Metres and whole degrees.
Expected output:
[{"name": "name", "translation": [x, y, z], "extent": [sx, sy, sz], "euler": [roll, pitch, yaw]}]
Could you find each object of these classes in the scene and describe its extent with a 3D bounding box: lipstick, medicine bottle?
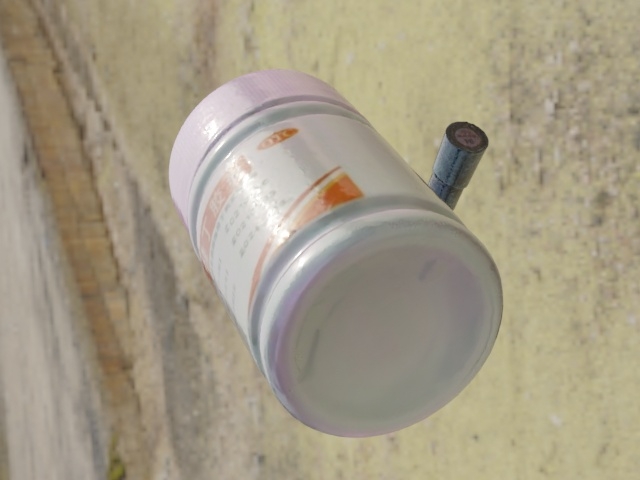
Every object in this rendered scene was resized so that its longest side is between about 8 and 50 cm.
[{"name": "lipstick", "translation": [0.150, -0.045, 1.572], "extent": [0.234, 0.053, 0.053], "euler": [106, 155, -47]}, {"name": "medicine bottle", "translation": [0.000, 0.000, 1.085], "extent": [0.316, 0.202, 0.202], "euler": [-126, 36, -55]}]
